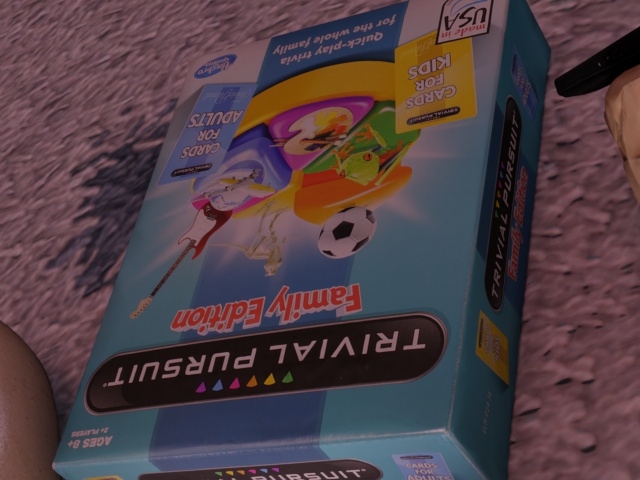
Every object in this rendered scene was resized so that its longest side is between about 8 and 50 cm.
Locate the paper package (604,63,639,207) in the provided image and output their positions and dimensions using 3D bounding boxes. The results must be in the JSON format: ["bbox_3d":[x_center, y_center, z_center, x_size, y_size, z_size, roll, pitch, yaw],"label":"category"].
[{"bbox_3d":[0.275,-0.045,0.418,0.324,0.168,0.309,-24,0,15],"label":"paper package"}]

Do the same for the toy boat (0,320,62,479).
[{"bbox_3d":[-0.318,0.170,0.775,0.318,0.148,0.267,-19,46,-2],"label":"toy boat"}]

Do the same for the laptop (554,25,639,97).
[{"bbox_3d":[0.274,-0.265,0.462,0.381,0.236,0.408,-24,0,-7],"label":"laptop"}]

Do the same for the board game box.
[{"bbox_3d":[0.000,0.000,0.747,0.253,0.079,0.336,-10,48,28],"label":"board game box"}]
